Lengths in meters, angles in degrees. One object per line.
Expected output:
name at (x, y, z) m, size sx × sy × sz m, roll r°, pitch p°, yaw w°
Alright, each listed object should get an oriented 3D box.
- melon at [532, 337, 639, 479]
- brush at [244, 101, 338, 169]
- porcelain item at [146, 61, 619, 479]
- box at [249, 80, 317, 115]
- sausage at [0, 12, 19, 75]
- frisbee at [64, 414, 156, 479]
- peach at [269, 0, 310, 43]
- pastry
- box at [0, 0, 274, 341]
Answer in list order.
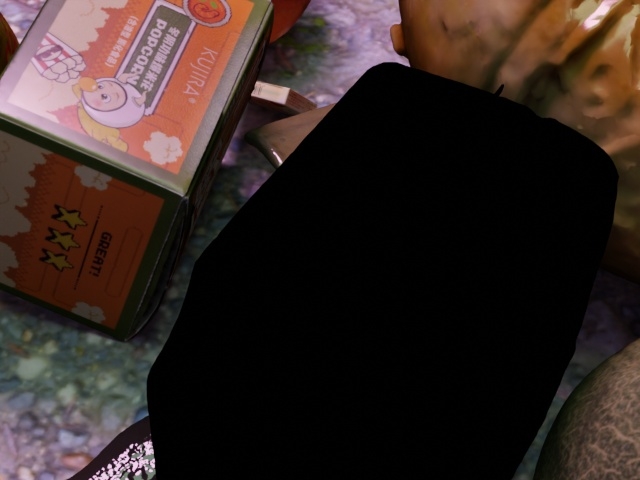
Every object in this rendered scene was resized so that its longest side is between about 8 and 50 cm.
melon at (0.232, 0.180, 0.722) m, size 0.237 × 0.237 × 0.302 m, roll -17°, pitch 51°, yaw -15°
brush at (0.072, -0.110, 1.065) m, size 0.282 × 0.048 × 0.054 m, roll -21°, pitch 49°, yaw -31°
porcelain item at (0.043, 0.068, 0.783) m, size 0.157 × 0.286 × 0.281 m, roll 27°, pitch 52°, yaw 20°
box at (-0.040, -0.110, 1.073) m, size 0.058 × 0.093 × 0.015 m, roll 15°, pitch 92°, yaw 14°
sausage at (-0.262, -0.116, 0.968) m, size 0.117 × 0.317 × 0.125 m, roll -1°, pitch 89°, yaw -4°
frisbee at (-0.171, 0.185, 0.857) m, size 0.211 × 0.012 × 0.187 m, roll -7°, pitch 50°, yaw -8°
peach at (-0.098, -0.239, 1.098) m, size 0.226 × 0.190 × 0.196 m, roll -23°, pitch 90°, yaw 6°
pastry at (0.235, -0.132, 0.966) m, size 0.409 × 0.245 × 0.410 m, roll 12°, pitch 53°, yaw -16°
box at (-0.139, -0.071, 0.955) m, size 0.148 × 0.177 × 0.195 m, roll 24°, pitch 49°, yaw -5°
